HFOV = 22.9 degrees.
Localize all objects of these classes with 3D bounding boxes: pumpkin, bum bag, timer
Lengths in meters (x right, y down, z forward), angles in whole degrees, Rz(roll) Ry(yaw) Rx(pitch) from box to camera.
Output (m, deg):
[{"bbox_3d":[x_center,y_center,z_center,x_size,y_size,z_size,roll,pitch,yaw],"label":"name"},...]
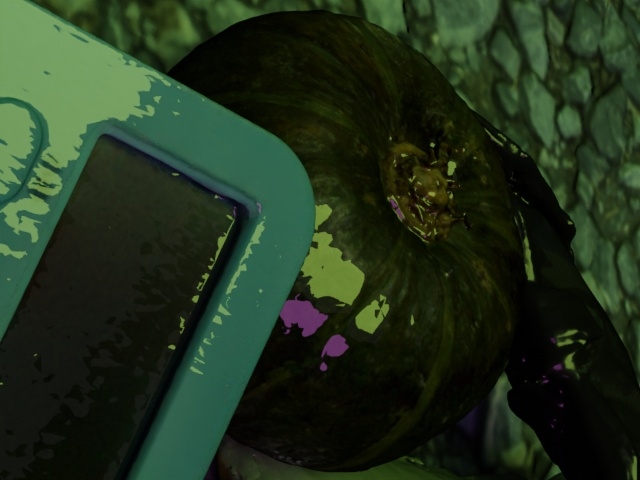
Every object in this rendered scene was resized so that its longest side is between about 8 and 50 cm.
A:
[{"bbox_3d":[0.000,0.000,0.757,0.224,0.157,0.223,29,45,-34],"label":"pumpkin"},{"bbox_3d":[0.133,0.067,0.865,0.137,0.074,0.310,45,21,-73],"label":"bum bag"},{"bbox_3d":[-0.137,0.024,0.577,0.250,0.091,0.231,25,84,-19],"label":"timer"}]

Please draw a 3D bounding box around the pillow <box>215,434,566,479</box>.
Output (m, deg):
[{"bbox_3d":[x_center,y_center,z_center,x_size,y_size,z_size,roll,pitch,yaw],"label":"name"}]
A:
[{"bbox_3d":[0.087,0.243,0.795,0.310,0.119,0.312,17,46,-44],"label":"pillow"}]
